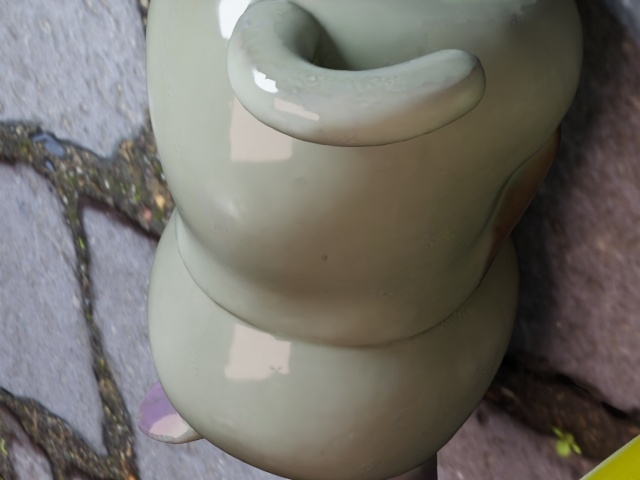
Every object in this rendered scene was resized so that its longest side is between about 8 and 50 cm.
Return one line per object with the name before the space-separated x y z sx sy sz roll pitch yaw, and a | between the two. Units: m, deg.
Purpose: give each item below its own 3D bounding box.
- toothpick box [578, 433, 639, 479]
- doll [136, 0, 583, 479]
toothpick box | 0.191 0.137 0.806 0.175 0.271 0.175 34 137 40
doll | 0.011 -0.029 1.036 0.215 0.226 0.370 19 143 12
